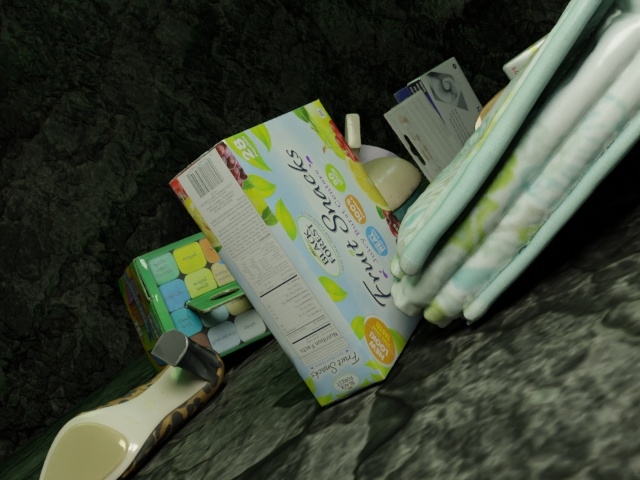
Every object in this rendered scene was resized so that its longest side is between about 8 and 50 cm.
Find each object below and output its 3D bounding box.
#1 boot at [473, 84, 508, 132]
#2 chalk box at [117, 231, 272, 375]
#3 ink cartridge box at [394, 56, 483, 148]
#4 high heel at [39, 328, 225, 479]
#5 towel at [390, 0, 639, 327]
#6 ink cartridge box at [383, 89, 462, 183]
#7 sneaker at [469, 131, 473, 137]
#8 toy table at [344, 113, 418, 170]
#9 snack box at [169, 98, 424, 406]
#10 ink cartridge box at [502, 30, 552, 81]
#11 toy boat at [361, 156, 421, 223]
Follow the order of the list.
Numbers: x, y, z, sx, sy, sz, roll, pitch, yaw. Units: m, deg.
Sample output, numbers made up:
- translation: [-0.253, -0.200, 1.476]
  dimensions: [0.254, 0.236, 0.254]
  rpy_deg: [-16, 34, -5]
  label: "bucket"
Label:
- translation: [0.326, -0.190, 1.027]
  dimensions: [0.295, 0.104, 0.211]
  rpy_deg: [-31, -2, -11]
  label: "boot"
- translation: [-0.175, 0.086, 1.015]
  dimensions: [0.180, 0.179, 0.289]
  rpy_deg: [-22, -3, -26]
  label: "chalk box"
- translation: [0.316, -0.322, 1.703]
  dimensions: [0.224, 0.223, 0.045]
  rpy_deg: [-38, 11, -34]
  label: "ink cartridge box"
- translation: [-0.215, 0.233, 0.814]
  dimensions: [0.261, 0.093, 0.186]
  rpy_deg: [-51, -19, -12]
  label: "high heel"
- translation: [0.196, -0.125, 0.543]
  dimensions: [0.374, 0.090, 0.320]
  rpy_deg: [-54, -3, 20]
  label: "towel"
- translation: [0.207, -0.201, 1.408]
  dimensions: [0.066, 0.189, 0.232]
  rpy_deg: [-33, 5, 40]
  label: "ink cartridge box"
- translation: [0.275, -0.157, 1.160]
  dimensions: [0.038, 0.069, 0.098]
  rpy_deg: [-32, 5, 33]
  label: "sneaker"
- translation: [0.070, -0.125, 1.421]
  dimensions: [0.274, 0.252, 0.161]
  rpy_deg: [-15, 0, -4]
  label: "toy table"
- translation: [0.000, 0.000, 0.561]
  dimensions: [0.070, 0.207, 0.174]
  rpy_deg: [-33, 3, 31]
  label: "snack box"
- translation: [0.489, -0.365, 1.421]
  dimensions: [0.176, 0.128, 0.127]
  rpy_deg: [-33, 4, 21]
  label: "ink cartridge box"
- translation: [0.048, -0.031, 1.241]
  dimensions: [0.318, 0.148, 0.267]
  rpy_deg: [-25, 13, 27]
  label: "toy boat"
